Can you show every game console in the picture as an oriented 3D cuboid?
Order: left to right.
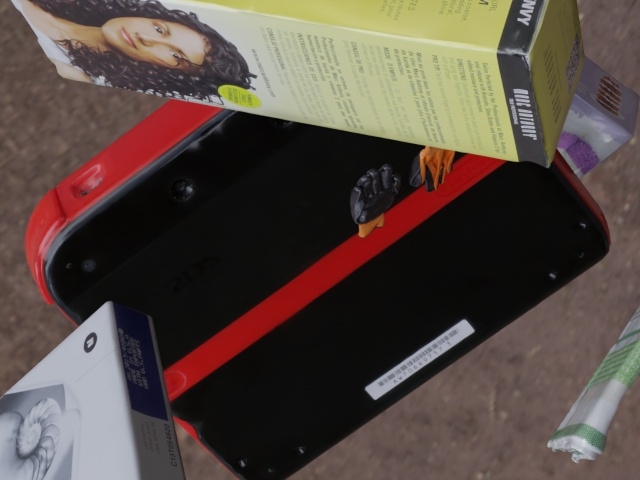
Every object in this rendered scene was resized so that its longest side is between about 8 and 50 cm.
[{"bbox_3d":[0.000,0.000,1.284,0.386,0.060,0.342,-36,125,10],"label":"game console"}]

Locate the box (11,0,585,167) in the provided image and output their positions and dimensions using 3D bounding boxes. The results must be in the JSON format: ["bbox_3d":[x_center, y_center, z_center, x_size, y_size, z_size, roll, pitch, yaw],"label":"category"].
[{"bbox_3d":[-0.013,-0.093,0.670,0.232,0.058,0.087,11,156,20],"label":"box"}]

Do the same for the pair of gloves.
[{"bbox_3d":[0.054,-0.040,1.047,0.010,0.083,0.074,51,164,25],"label":"pair of gloves"}]

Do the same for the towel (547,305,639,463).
[{"bbox_3d":[0.189,0.064,0.945,0.023,0.113,0.152,35,84,4],"label":"towel"}]

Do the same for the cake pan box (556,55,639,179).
[{"bbox_3d":[0.116,-0.123,1.495,0.267,0.070,0.246,35,132,-16],"label":"cake pan box"}]

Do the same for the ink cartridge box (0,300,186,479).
[{"bbox_3d":[-0.172,0.186,1.018,0.045,0.223,0.224,25,123,-38],"label":"ink cartridge box"}]
